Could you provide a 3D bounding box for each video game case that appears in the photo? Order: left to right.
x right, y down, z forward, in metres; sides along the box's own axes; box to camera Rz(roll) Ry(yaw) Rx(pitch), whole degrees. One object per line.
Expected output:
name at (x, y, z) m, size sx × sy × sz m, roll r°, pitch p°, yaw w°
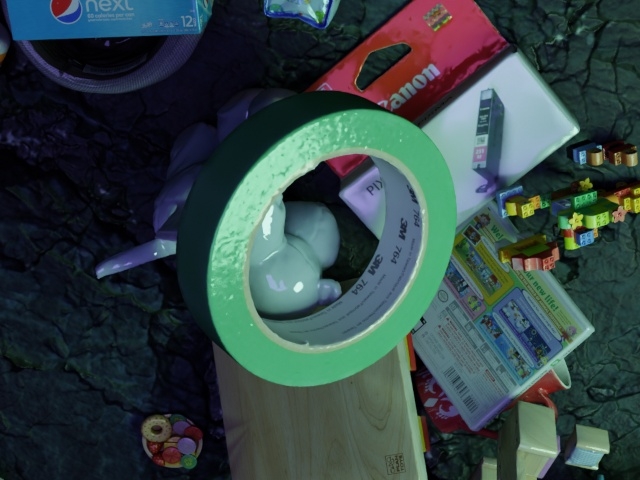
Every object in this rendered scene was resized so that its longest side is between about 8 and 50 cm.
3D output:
video game case at (0.198, 0.090, 1.744) m, size 0.193 × 0.023 × 0.212 m, roll -44°, pitch 62°, yaw 17°

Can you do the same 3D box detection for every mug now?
mug at (0.212, 0.177, 1.783) m, size 0.169 × 0.150 × 0.113 m, roll -26°, pitch 120°, yaw 17°

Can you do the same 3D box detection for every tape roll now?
tape roll at (0.000, 0.000, 1.569) m, size 0.321 × 0.077 × 0.321 m, roll -15°, pitch 120°, yaw -29°

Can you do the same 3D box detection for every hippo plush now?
hippo plush at (-0.058, -0.018, 1.664) m, size 0.234 × 0.294 × 0.236 m, roll -26°, pitch 117°, yaw 35°

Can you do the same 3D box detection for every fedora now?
fedora at (-0.234, -0.304, 1.631) m, size 0.243 × 0.124 × 0.275 m, roll 20°, pitch 117°, yaw -3°

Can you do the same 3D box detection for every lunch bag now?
lunch bag at (-0.012, -0.328, 1.607) m, size 0.096 × 0.129 × 0.151 m, roll 14°, pitch 112°, yaw -3°

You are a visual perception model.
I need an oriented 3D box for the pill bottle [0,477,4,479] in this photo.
pill bottle at (-0.532, 0.368, 1.909) m, size 0.216 × 0.121 × 0.121 m, roll 3°, pitch 111°, yaw 3°

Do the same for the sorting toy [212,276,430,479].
sorting toy at (0.007, 0.193, 1.776) m, size 0.255 × 0.089 × 0.257 m, roll -15°, pitch 78°, yaw 27°

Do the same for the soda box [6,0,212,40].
soda box at (-0.227, -0.261, 1.542) m, size 0.210 × 0.067 × 0.071 m, roll -1°, pitch 116°, yaw 8°

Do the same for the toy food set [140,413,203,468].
toy food set at (-0.196, 0.266, 1.904) m, size 0.082 × 0.020 × 0.083 m, roll 0°, pitch 111°, yaw 3°

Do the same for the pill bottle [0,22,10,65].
pill bottle at (-0.463, -0.171, 1.697) m, size 0.121 × 0.121 × 0.221 m, roll 28°, pitch 110°, yaw -8°

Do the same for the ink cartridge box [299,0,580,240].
ink cartridge box at (0.127, -0.141, 1.709) m, size 0.275 × 0.060 × 0.239 m, roll -39°, pitch 106°, yaw 16°

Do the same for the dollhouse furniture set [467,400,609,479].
dollhouse furniture set at (0.329, 0.383, 1.730) m, size 0.303 × 0.198 × 0.286 m, roll 14°, pitch 136°, yaw -8°

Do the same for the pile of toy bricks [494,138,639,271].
pile of toy bricks at (0.310, -0.039, 1.673) m, size 0.212 × 0.105 × 0.118 m, roll -20°, pitch 116°, yaw -20°
